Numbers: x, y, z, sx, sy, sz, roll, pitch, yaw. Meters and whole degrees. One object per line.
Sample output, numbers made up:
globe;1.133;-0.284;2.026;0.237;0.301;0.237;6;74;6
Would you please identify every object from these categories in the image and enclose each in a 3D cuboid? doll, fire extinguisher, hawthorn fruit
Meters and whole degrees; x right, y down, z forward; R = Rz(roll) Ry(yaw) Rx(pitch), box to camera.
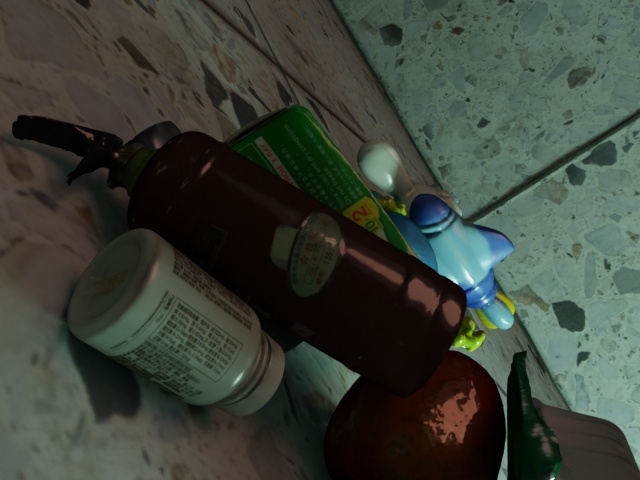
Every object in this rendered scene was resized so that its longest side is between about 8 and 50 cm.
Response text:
doll;0.097;0.034;1.050;0.341;0.099;0.346;4;49;-54
fire extinguisher;-0.060;-0.002;0.513;0.343;0.102;0.138;31;18;-3
hawthorn fruit;0.093;0.159;0.623;0.157;0.156;0.194;47;48;-29
doll;0.249;-0.006;1.350;0.375;0.187;0.366;15;33;-39

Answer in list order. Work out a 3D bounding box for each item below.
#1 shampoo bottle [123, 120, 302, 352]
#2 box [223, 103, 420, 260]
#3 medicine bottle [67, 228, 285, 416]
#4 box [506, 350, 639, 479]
shampoo bottle;-0.089;-0.001;0.627;0.234;0.049;0.087;54;16;-8
box;0.000;0.000;0.682;0.250;0.103;0.180;53;-11;4
medicine bottle;-0.090;0.061;0.458;0.140;0.079;0.079;43;21;-36
box;0.212;0.286;0.578;0.264;0.105;0.337;-37;125;-72
